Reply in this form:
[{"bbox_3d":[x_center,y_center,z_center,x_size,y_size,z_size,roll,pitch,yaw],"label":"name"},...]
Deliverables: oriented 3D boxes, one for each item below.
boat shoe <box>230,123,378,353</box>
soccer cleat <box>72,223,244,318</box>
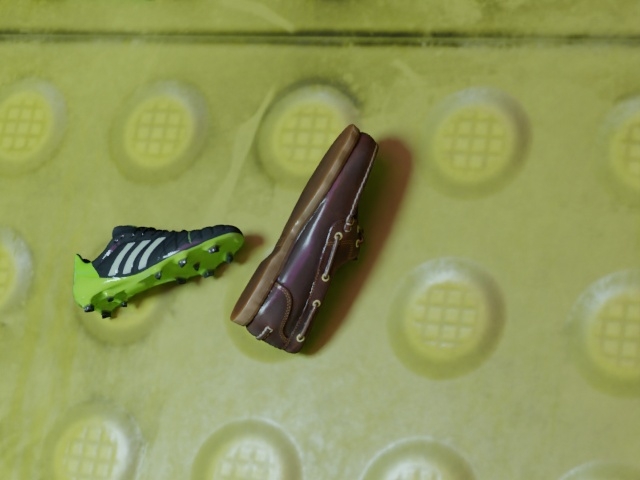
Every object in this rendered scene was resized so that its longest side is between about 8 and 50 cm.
[{"bbox_3d":[0.000,0.000,1.369,0.073,0.073,0.207,30,89,-9],"label":"boat shoe"},{"bbox_3d":[-0.155,0.011,1.432,0.179,0.060,0.072,-22,64,18],"label":"soccer cleat"}]
